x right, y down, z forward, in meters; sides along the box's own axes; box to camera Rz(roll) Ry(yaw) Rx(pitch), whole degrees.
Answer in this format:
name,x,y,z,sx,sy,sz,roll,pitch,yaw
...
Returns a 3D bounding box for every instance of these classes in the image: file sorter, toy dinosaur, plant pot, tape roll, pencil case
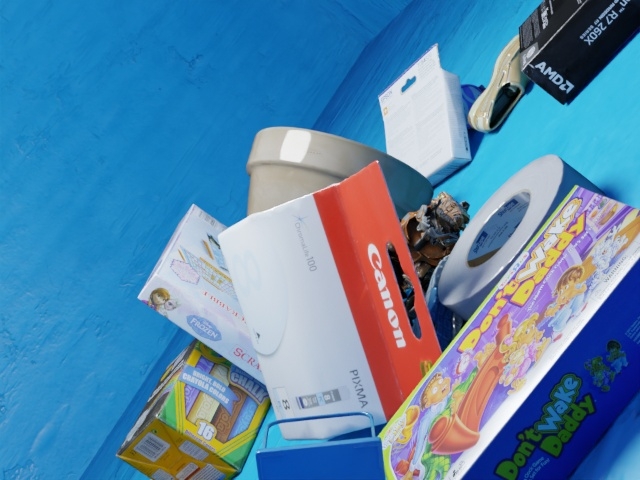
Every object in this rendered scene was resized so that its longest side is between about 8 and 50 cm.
name,x,y,z,sx,sy,sz,roll,pitch,yaw
file sorter,0.006,0.264,1.035,0.104,0.118,0.170,-93,-3,-79
toy dinosaur,0.126,0.045,1.488,0.218,0.164,0.322,-41,-30,-19
plant pot,0.000,0.000,1.760,0.323,0.323,0.280,159,130,-71
tape roll,0.234,0.006,1.233,0.219,0.072,0.219,-50,10,13
pencil case,0.239,-0.238,1.970,0.086,0.088,0.206,-54,9,-14

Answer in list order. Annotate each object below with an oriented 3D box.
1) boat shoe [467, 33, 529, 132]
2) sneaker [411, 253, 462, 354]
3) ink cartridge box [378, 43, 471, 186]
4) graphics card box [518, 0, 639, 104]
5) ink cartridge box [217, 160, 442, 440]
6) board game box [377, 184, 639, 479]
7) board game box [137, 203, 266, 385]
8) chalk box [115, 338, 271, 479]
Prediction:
name,x,y,z,sx,sy,sz,roll,pitch,yaw
boat shoe,0.325,-0.265,1.777,0.190,0.068,0.072,-63,22,2
sneaker,0.148,0.097,1.333,0.083,0.071,0.190,-50,9,49
ink cartridge box,0.186,-0.207,1.904,0.223,0.045,0.224,144,124,-59
graphics card box,0.447,-0.392,1.546,0.371,0.094,0.233,-47,12,26
ink cartridge box,0.007,0.094,1.327,0.091,0.308,0.385,-16,-4,-24
board game box,0.199,0.121,0.991,0.347,0.078,0.233,-53,10,4
board game box,-0.153,0.103,1.936,0.066,0.319,0.318,-51,10,22
chalk box,-0.208,0.301,1.921,0.180,0.179,0.289,-45,12,41
